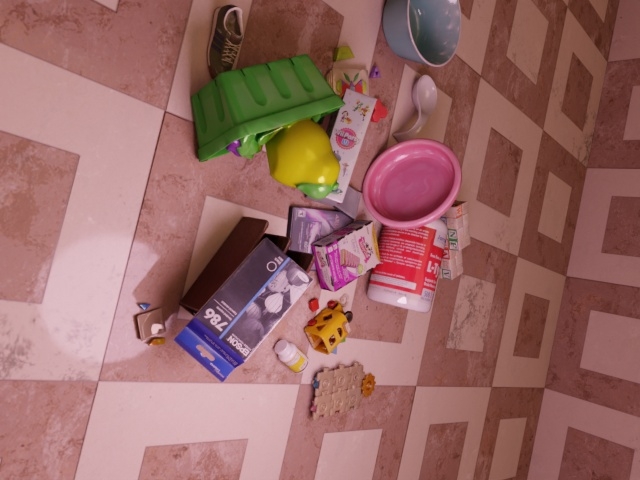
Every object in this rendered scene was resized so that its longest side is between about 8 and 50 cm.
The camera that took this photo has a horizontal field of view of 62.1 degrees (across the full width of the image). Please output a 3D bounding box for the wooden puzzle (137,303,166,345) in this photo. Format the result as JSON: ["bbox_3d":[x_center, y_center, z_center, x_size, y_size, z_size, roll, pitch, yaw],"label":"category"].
[{"bbox_3d":[-0.422,0.209,1.327,0.078,0.014,0.116,-9,103,-47],"label":"wooden puzzle"}]

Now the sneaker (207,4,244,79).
[{"bbox_3d":[-0.235,-0.502,1.346,0.064,0.086,0.192,1,95,-44],"label":"sneaker"}]

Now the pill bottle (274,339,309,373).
[{"bbox_3d":[-0.090,0.354,1.633,0.065,0.065,0.116,-56,129,-23],"label":"pill bottle"}]

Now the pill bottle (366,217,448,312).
[{"bbox_3d":[0.314,0.033,1.861,0.229,0.229,0.408,18,84,-44],"label":"pill bottle"}]

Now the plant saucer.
[{"bbox_3d":[0.305,-0.179,1.759,0.084,0.332,0.332,45,65,-53],"label":"plant saucer"}]

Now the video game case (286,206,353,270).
[{"bbox_3d":[0.000,0.000,1.695,0.274,0.026,0.196,3,94,-43],"label":"video game case"}]

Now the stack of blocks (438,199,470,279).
[{"bbox_3d":[0.483,-0.004,2.060,0.087,0.171,0.297,-23,112,-40],"label":"stack of blocks"}]

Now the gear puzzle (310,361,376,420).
[{"bbox_3d":[0.084,0.507,1.847,0.339,0.044,0.175,5,91,-47],"label":"gear puzzle"}]

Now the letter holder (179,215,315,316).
[{"bbox_3d":[-0.182,0.105,1.401,0.152,0.214,0.302,50,63,-36],"label":"letter holder"}]

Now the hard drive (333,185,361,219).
[{"bbox_3d":[0.073,-0.139,1.727,0.135,0.022,0.094,31,63,-37],"label":"hard drive"}]

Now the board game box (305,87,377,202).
[{"bbox_3d":[0.052,-0.259,1.548,0.097,0.224,0.303,17,89,-8],"label":"board game box"}]

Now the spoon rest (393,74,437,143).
[{"bbox_3d":[0.359,-0.476,1.929,0.137,0.084,0.276,40,69,-40],"label":"spoon rest"}]

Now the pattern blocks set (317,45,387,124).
[{"bbox_3d":[0.094,-0.476,1.713,0.325,0.026,0.285,-32,117,-36],"label":"pattern blocks set"}]

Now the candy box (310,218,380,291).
[{"bbox_3d":[0.087,0.045,1.720,0.233,0.071,0.159,-29,115,-38],"label":"candy box"}]

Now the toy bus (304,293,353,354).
[{"bbox_3d":[0.048,0.275,1.727,0.191,0.104,0.202,14,87,-45],"label":"toy bus"}]

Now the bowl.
[{"bbox_3d":[0.327,-0.741,1.802,0.311,0.163,0.311,-8,102,-42],"label":"bowl"}]

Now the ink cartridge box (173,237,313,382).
[{"bbox_3d":[-0.183,0.167,1.292,0.165,0.065,0.333,42,73,-7],"label":"ink cartridge box"}]

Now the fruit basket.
[{"bbox_3d":[-0.102,-0.264,1.371,0.392,0.283,0.392,8,78,-37],"label":"fruit basket"}]
